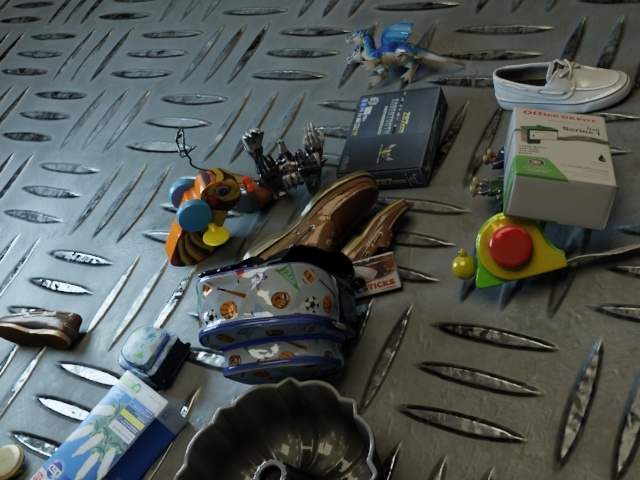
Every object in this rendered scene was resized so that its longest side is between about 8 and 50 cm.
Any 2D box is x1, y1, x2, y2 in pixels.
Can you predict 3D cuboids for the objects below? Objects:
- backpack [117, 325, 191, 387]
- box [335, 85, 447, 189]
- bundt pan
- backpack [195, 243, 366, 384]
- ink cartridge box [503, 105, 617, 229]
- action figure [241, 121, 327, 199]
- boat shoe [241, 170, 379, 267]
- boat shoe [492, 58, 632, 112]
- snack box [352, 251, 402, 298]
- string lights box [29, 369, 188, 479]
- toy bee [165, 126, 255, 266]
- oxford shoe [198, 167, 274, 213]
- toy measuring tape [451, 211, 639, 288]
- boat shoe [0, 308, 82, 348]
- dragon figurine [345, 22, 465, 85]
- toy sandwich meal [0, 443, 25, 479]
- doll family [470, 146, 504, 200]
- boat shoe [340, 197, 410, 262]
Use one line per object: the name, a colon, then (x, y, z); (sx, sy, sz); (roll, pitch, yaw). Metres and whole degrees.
backpack: (-0.322, 0.210, 1.623); (0.114, 0.084, 0.105); (5, 52, 36)
box: (0.146, -0.206, 1.754); (0.183, 0.059, 0.233); (-1, 52, 26)
bundt pan: (-0.052, 0.378, 1.296); (0.330, 0.124, 0.331); (-15, 46, 16)
backpack: (-0.082, 0.128, 1.435); (0.276, 0.263, 0.213); (-17, 64, 16)
ink cartridge box: (0.385, -0.124, 1.421); (0.160, 0.093, 0.219); (8, 38, 5)
action figure: (-0.063, -0.161, 1.705); (0.164, 0.141, 0.276); (-11, 12, -3)
boat shoe: (0.000, 0.000, 1.628); (0.307, 0.111, 0.104); (-41, 48, 4)
boat shoe: (0.452, -0.299, 1.650); (0.258, 0.084, 0.095); (-2, 51, 28)
snack box: (0.054, 0.073, 1.556); (0.178, 0.064, 0.022); (-15, 5, 16)
string lights box: (-0.370, 0.370, 1.511); (0.133, 0.077, 0.260); (25, 67, 40)
toy bee: (-0.214, -0.072, 1.729); (0.162, 0.298, 0.195); (-2, 59, -22)
oxford shoe: (-0.181, -0.112, 1.858); (0.076, 0.076, 0.212); (-28, 38, -36)
toy measuring tape: (0.371, -0.007, 1.411); (0.330, 0.121, 0.121); (-16, 46, 11)
boat shoe: (-0.587, 0.179, 1.810); (0.207, 0.073, 0.073); (4, 52, 23)
dragon figurine: (0.174, -0.422, 1.912); (0.289, 0.085, 0.144); (-6, 50, 26)
toy sandwich meal: (-0.587, 0.420, 1.624); (0.085, 0.029, 0.086); (-13, 44, 13)
doll family: (0.352, -0.124, 1.559); (0.111, 0.076, 0.193); (0, 49, 35)
boat shoe: (0.106, -0.002, 1.601); (0.060, 0.064, 0.178); (42, 78, 14)
